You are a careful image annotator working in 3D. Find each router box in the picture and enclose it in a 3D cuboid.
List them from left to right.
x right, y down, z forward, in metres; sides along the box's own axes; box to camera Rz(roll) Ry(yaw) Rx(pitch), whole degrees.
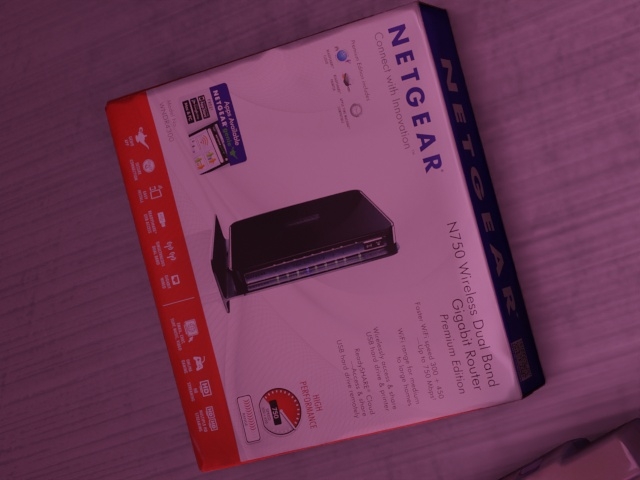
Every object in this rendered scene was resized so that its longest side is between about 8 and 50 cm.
[{"bbox_3d":[0.000,0.000,1.323,0.301,0.082,0.335,-16,87,22],"label":"router box"}]

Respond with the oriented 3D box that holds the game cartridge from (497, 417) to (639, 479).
[{"bbox_3d":[0.173,0.309,1.247,0.355,0.068,0.230,-37,76,36],"label":"game cartridge"}]
